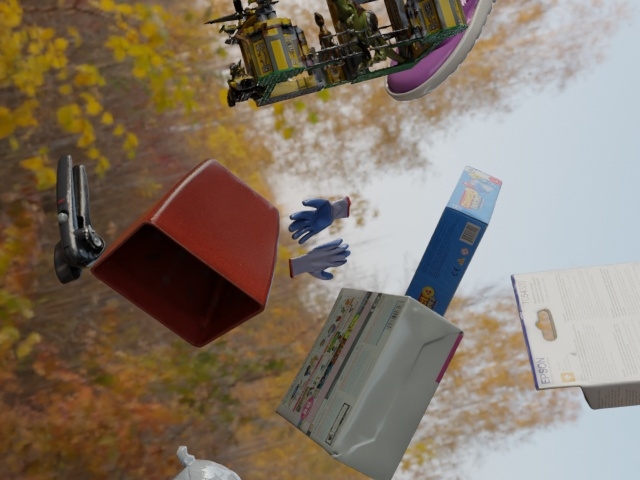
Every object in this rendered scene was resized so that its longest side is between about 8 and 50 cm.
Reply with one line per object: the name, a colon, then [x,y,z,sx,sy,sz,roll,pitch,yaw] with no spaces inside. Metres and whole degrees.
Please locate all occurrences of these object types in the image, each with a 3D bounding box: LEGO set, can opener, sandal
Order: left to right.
can opener: [-0.317,-0.036,1.188,0.059,0.073,0.186,52,21,-56]
LEGO set: [0.012,-0.312,1.216,0.255,0.331,0.192,146,-73,-86]
sandal: [0.205,-0.402,1.473,0.102,0.416,0.169,40,-15,-29]

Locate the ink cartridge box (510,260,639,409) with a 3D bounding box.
ink cartridge box: [0.523,0.160,1.648,0.324,0.330,0.071,-85,166,-55]

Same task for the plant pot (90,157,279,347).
plant pot: [-0.228,0.007,1.780,0.267,0.267,0.236,-32,-155,48]

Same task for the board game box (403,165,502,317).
board game box: [0.250,0.035,1.864,0.302,0.086,0.308,-51,165,-66]

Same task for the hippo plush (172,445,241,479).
hippo plush: [-0.156,0.350,1.175,0.236,0.294,0.234,38,-23,58]

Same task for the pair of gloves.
pair of gloves: [0.000,0.000,1.947,0.023,0.159,0.198,31,-50,49]

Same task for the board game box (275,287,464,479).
board game box: [0.058,0.189,1.305,0.224,0.097,0.303,-61,-166,-7]
